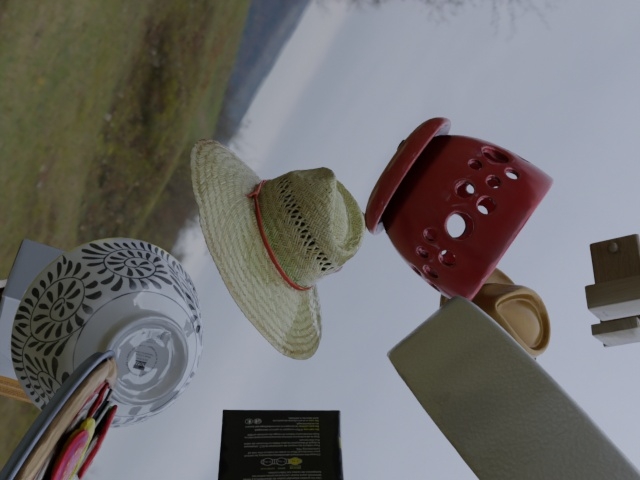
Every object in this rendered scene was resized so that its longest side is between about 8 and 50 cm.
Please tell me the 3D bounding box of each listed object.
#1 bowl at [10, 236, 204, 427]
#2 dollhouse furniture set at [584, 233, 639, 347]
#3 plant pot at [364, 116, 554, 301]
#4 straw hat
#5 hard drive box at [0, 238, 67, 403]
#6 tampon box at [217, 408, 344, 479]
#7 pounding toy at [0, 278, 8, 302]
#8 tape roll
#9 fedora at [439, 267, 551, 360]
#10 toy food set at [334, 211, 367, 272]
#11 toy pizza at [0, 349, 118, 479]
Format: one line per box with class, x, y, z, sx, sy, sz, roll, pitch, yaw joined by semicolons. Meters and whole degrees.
bowl;-0.157;0.088;0.771;0.080;0.170;0.170;21;-101;54
dollhouse furniture set;0.337;0.025;0.984;0.144;0.151;0.123;-15;-116;30
plant pot;0.160;-0.040;1.145;0.191;0.174;0.191;-53;169;-16
straw hat;-0.009;-0.008;0.526;0.061;0.144;0.144;-28;-161;17
hard drive box;-0.308;0.120;1.163;0.232;0.181;0.089;122;-19;-47
tampon box;-0.031;0.233;0.755;0.161;0.101;0.120;-93;-176;-57
pounding toy;-0.605;0.082;1.576;0.154;0.155;0.269;-14;178;27
tape roll;0.193;0.205;0.640;0.072;0.392;0.392;-41;-171;0
fedora;0.240;0.108;1.225;0.079;0.194;0.194;-21;-145;47
toy food set;0.000;0.000;1.434;0.218;0.128;0.071;-57;160;-69
toy pizza;-0.181;0.164;0.615;0.201;0.032;0.201;-61;180;1
